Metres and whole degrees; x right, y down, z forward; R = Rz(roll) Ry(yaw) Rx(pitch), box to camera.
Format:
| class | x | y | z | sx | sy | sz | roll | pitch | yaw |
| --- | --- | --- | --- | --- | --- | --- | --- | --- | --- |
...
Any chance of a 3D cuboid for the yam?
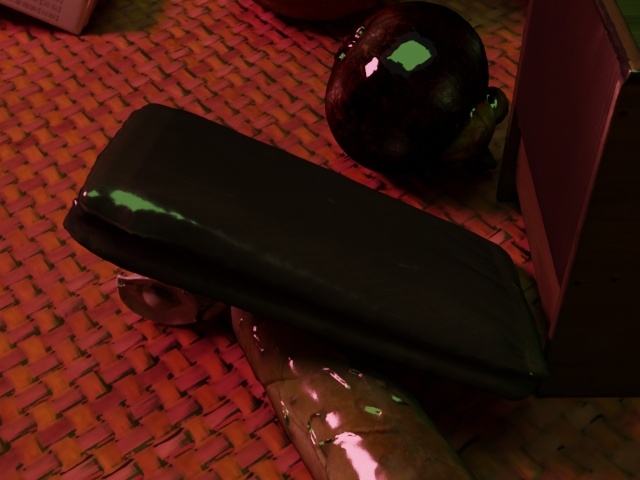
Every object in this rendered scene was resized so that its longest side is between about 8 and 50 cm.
| class | x | y | z | sx | sy | sz | roll | pitch | yaw |
| --- | --- | --- | --- | --- | --- | --- | --- | --- | --- |
| yam | 0.046 | 0.128 | 0.405 | 0.071 | 0.067 | 0.317 | -23 | 47 | -17 |

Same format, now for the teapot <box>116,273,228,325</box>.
| class | x | y | z | sx | sy | sz | roll | pitch | yaw |
| --- | --- | --- | --- | --- | --- | --- | --- | --- | --- |
| teapot | -0.081 | 0.018 | 0.530 | 0.083 | 0.064 | 0.064 | 27 | 52 | -15 |

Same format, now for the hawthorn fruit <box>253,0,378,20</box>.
| class | x | y | z | sx | sy | sz | roll | pitch | yaw |
| --- | --- | --- | --- | --- | --- | --- | --- | --- | --- |
| hawthorn fruit | 0.018 | -0.259 | 0.738 | 0.193 | 0.157 | 0.157 | 16 | 47 | 4 |

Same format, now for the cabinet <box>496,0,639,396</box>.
| class | x | y | z | sx | sy | sz | roll | pitch | yaw |
| --- | --- | --- | --- | --- | --- | --- | --- | --- | --- |
| cabinet | 0.192 | -0.048 | 0.474 | 0.148 | 0.215 | 0.175 | 1 | 44 | 0 |

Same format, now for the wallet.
| class | x | y | z | sx | sy | sz | roll | pitch | yaw |
| --- | --- | --- | --- | --- | --- | --- | --- | --- | --- |
| wallet | 0.000 | 0.000 | 0.474 | 0.245 | 0.052 | 0.169 | 22 | 24 | -5 |

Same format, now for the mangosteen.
| class | x | y | z | sx | sy | sz | roll | pitch | yaw |
| --- | --- | --- | --- | --- | --- | --- | --- | --- | --- |
| mangosteen | 0.071 | -0.095 | 0.602 | 0.140 | 0.140 | 0.140 | -1 | 45 | 1 |

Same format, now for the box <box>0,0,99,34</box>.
| class | x | y | z | sx | sy | sz | roll | pitch | yaw |
| --- | --- | --- | --- | --- | --- | --- | --- | --- | --- |
| box | -0.345 | -0.326 | 0.778 | 0.343 | 0.065 | 0.200 | 21 | 44 | -13 |
